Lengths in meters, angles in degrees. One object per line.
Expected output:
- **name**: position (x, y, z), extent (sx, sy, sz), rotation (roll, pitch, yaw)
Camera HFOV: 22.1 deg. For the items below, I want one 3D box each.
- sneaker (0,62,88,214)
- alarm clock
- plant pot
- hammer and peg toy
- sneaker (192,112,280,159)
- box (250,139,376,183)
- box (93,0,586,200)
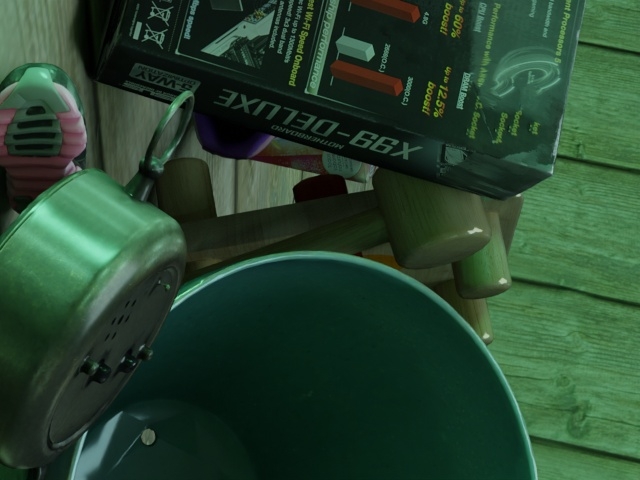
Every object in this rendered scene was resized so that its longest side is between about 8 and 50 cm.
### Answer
- **sneaker**: position (-0.122, -0.055, 0.729), extent (0.119, 0.047, 0.057), rotation (105, -10, -67)
- **alarm clock**: position (-0.101, 0.020, 0.712), extent (0.192, 0.064, 0.129), rotation (-62, 170, 7)
- **plant pot**: position (-0.049, 0.157, 0.929), extent (0.195, 0.290, 0.290), rotation (-9, -115, 58)
- **hammer and peg toy**: position (0.000, 0.000, 1.101), extent (0.361, 0.266, 0.127), rotation (78, 2, -75)
- **sneaker**: position (-0.043, -0.151, 1.111), extent (0.104, 0.095, 0.236), rotation (-58, 161, -53)
- **box**: position (0.005, -0.149, 1.374), extent (0.257, 0.128, 0.122), rotation (-64, 164, -69)
- **box**: position (0.033, -0.202, 0.900), extent (0.076, 0.242, 0.307), rotation (148, -45, -71)
